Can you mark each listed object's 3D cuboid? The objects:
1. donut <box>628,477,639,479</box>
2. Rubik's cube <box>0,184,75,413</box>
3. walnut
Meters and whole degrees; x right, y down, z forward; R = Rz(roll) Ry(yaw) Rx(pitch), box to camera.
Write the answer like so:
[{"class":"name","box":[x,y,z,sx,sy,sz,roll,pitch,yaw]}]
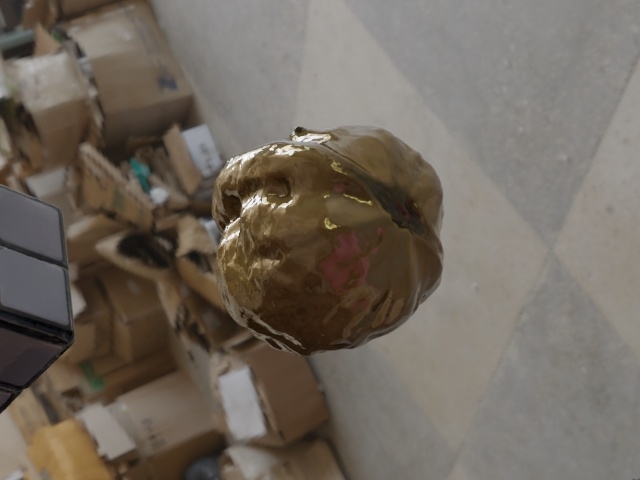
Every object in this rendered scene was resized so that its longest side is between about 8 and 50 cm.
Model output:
[{"class":"donut","box":[0.503,0.394,1.640,0.235,0.235,0.089,148,111,-68]},{"class":"Rubik's cube","box":[-0.626,0.092,1.857,0.313,0.318,0.316,-42,42,27]},{"class":"walnut","box":[0.004,0.003,1.678,0.383,0.384,0.383,49,153,37]}]
